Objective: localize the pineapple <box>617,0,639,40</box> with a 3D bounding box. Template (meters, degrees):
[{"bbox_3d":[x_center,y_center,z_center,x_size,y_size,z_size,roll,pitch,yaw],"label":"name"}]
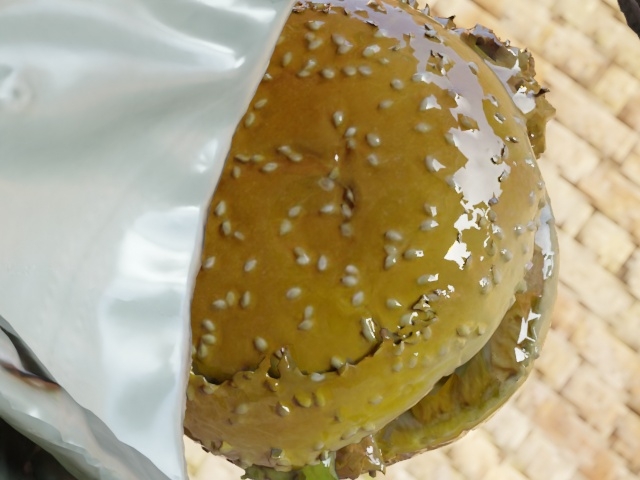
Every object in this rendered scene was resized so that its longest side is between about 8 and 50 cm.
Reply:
[{"bbox_3d":[0.215,-0.156,1.003,0.364,0.166,0.165,24,12,-5],"label":"pineapple"}]

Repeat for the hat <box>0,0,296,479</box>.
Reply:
[{"bbox_3d":[-0.082,-0.061,0.375,0.301,0.258,0.168,11,22,-43],"label":"hat"}]

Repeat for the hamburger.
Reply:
[{"bbox_3d":[0.004,-0.008,0.727,0.182,0.191,0.118,56,-2,15],"label":"hamburger"}]
